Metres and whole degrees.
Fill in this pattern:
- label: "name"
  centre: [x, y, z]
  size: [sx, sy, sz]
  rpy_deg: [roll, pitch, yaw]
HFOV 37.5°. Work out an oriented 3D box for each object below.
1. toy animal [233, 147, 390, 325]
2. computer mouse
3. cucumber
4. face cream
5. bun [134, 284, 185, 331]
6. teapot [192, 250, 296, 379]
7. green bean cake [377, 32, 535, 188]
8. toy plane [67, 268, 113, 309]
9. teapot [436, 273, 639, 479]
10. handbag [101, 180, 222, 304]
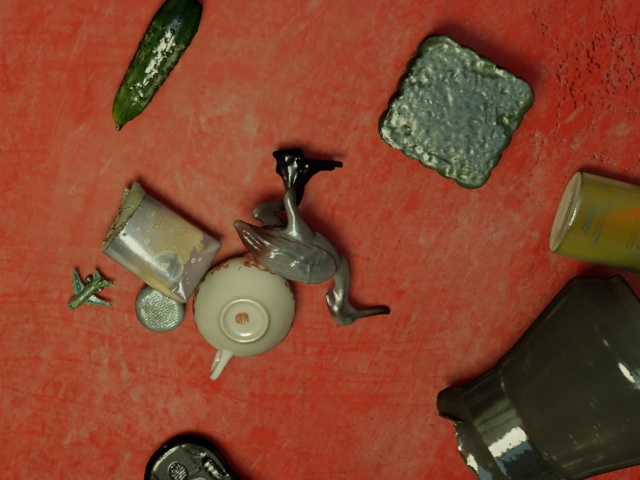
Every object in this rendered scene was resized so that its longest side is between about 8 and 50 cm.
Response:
- label: "toy animal"
  centre: [-0.013, 0.022, 1.423]
  size: [0.195, 0.090, 0.324]
  rpy_deg: [-30, 110, -23]
- label: "computer mouse"
  centre: [-0.182, 0.424, 1.532]
  size: [0.137, 0.096, 0.233]
  rpy_deg: [-42, 77, 0]
- label: "cucumber"
  centre: [-0.240, -0.255, 1.349]
  size: [0.069, 0.069, 0.227]
  rpy_deg: [31, 104, -13]
- label: "face cream"
  centre: [0.517, -0.014, 1.494]
  size: [0.285, 0.067, 0.139]
  rpy_deg: [13, 108, -9]
- label: "bun"
  centre: [-0.251, 0.104, 1.471]
  size: [0.083, 0.045, 0.083]
  rpy_deg: [-2, 110, -6]
- label: "teapot"
  centre: [-0.124, 0.116, 1.465]
  size: [0.159, 0.116, 0.246]
  rpy_deg: [24, 110, -23]
- label: "green bean cake"
  centre: [0.195, -0.193, 1.394]
  size: [0.185, 0.094, 0.183]
  rpy_deg: [26, 104, -12]
- label: "toy plane"
  centre: [-0.361, 0.079, 1.460]
  size: [0.083, 0.033, 0.080]
  rpy_deg: [-39, 108, 14]
- label: "teapot"
  centre: [0.398, 0.265, 1.483]
  size: [0.361, 0.306, 0.376]
  rpy_deg: [-34, 137, 15]
- label: "handbag"
  centre: [-0.248, 0.004, 1.416]
  size: [0.173, 0.095, 0.117]
  rpy_deg: [37, 69, -16]
